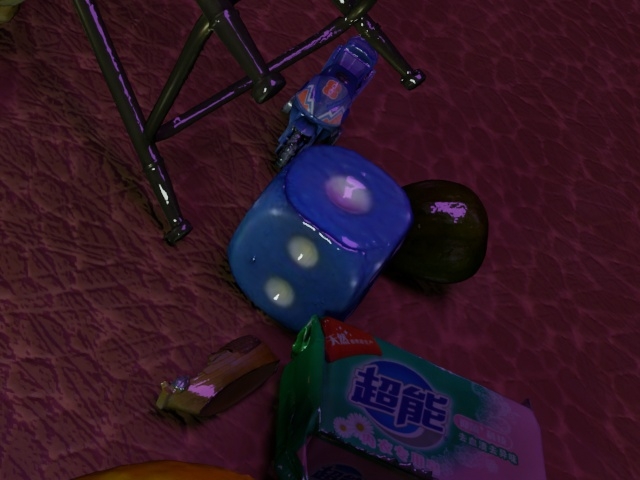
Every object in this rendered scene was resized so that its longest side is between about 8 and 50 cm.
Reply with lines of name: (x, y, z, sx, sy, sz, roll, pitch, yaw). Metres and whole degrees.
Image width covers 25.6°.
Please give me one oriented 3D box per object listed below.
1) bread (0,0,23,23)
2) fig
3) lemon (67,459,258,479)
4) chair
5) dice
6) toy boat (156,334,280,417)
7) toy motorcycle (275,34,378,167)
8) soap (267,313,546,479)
bread: (-0.470, -0.353, 1.362, 0.314, 0.191, 0.370, 59, 22, 19)
fig: (0.096, -0.011, 1.561, 0.177, 0.117, 0.117, 0, 49, -10)
lemon: (-0.104, 0.296, 0.946, 0.297, 0.297, 0.297, 22, 41, -20)
chair: (-0.085, -0.307, 1.361, 0.364, 0.362, 0.410, -34, 84, -26)
dice: (0.000, 0.000, 1.426, 0.143, 0.146, 0.146, 39, 39, 4)
toy boat: (-0.095, 0.127, 1.306, 0.049, 0.047, 0.149, 37, 33, 20)
toy motorcycle: (0.006, -0.160, 1.614, 0.076, 0.114, 0.205, 36, 39, -2)
soap: (0.087, 0.192, 1.346, 0.273, 0.098, 0.218, 27, 33, -18)
